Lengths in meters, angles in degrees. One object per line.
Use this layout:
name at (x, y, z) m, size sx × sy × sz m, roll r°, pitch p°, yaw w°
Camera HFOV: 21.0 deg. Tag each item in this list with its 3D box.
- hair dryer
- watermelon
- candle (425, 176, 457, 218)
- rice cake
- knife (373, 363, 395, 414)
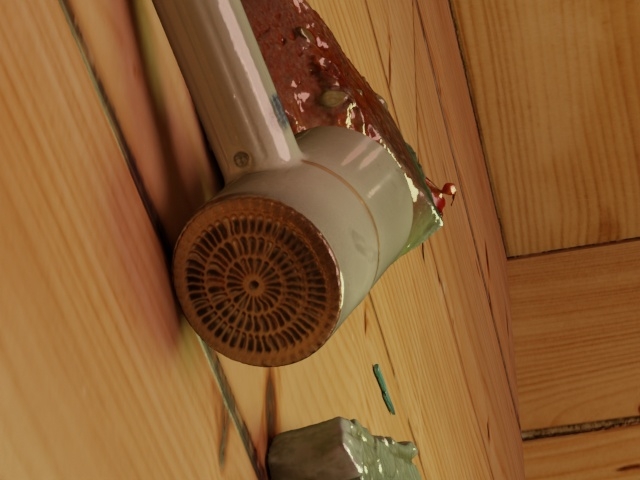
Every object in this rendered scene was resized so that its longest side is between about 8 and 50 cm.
hair dryer at (-0.055, -0.117, 1.025) m, size 0.357 × 0.107 × 0.173 m, roll 70°, pitch 22°, yaw -12°
watermelon at (-0.018, -0.084, 1.210) m, size 0.193 × 0.139 × 0.257 m, roll -99°, pitch 166°, yaw -52°
candle at (0.049, -0.031, 1.427) m, size 0.052 × 0.130 × 0.052 m, roll -11°, pitch 90°, yaw -79°
rice cake at (0.027, 0.177, 1.311) m, size 0.336 × 0.066 × 0.063 m, roll 42°, pitch 31°, yaw -76°
knife at (0.064, 0.150, 1.716) m, size 0.091 × 0.005 × 0.014 m, roll 69°, pitch 15°, yaw -53°
